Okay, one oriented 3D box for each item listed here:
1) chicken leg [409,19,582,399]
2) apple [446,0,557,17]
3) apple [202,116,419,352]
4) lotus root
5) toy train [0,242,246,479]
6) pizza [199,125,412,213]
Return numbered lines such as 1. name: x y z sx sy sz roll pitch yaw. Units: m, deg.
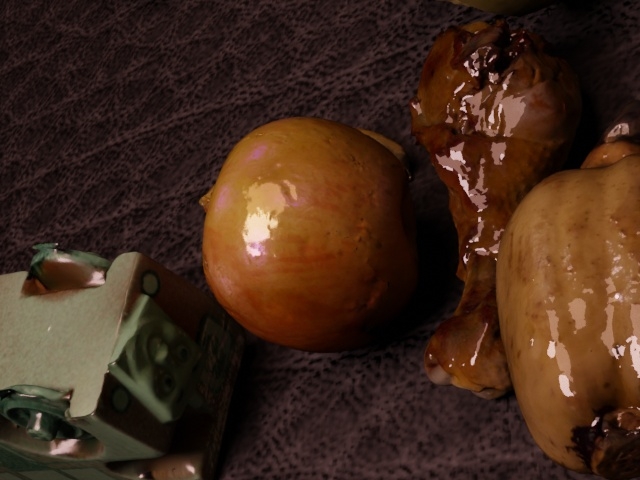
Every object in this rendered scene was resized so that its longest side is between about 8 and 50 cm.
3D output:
1. chicken leg: 0.099 -0.022 1.038 0.107 0.087 0.251 -41 37 52
2. apple: 0.071 -0.268 1.115 0.279 0.279 0.279 -29 41 29
3. apple: 0.000 0.000 1.073 0.146 0.146 0.146 -29 41 29
4. lotus root: 0.150 0.023 0.901 0.125 0.118 0.221 -3 47 8
5. toy train: -0.197 0.094 1.197 0.326 0.159 0.129 -10 55 39
6. pizza: -0.019 -0.021 1.190 0.175 0.046 0.134 -22 45 35
